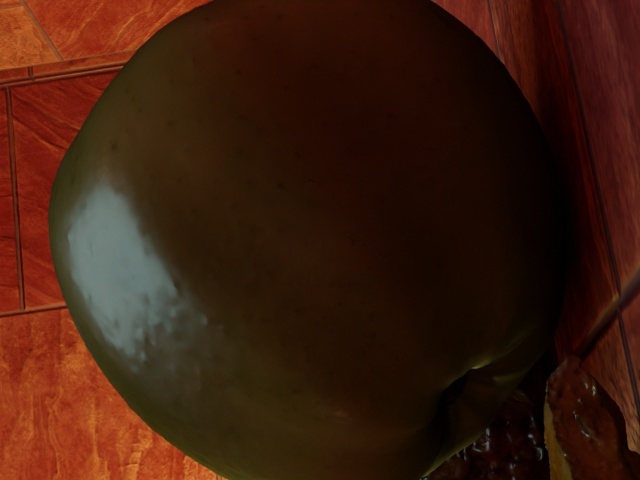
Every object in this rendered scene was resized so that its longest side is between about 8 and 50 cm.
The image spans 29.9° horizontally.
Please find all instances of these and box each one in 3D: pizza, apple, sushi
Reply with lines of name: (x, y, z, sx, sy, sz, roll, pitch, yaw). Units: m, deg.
pizza: (0.216, 0.258, 0.781, 0.287, 0.075, 0.280, -99, -4, -61)
apple: (0.000, 0.000, 1.082, 0.473, 0.473, 0.473, -8, -90, -88)
sushi: (0.165, 0.234, 1.324, 0.182, 0.196, 0.343, -78, -19, -65)
